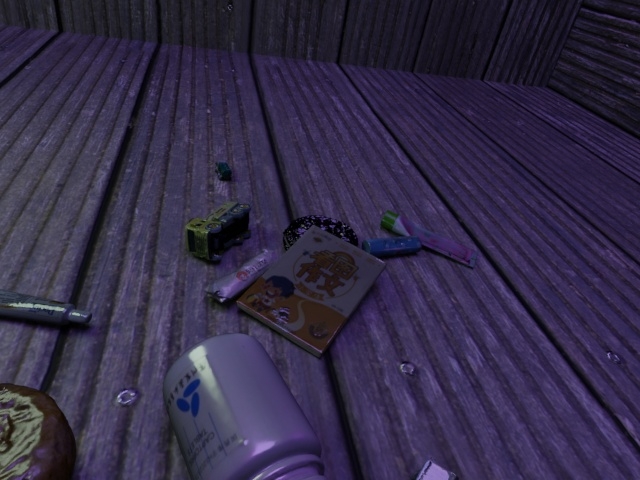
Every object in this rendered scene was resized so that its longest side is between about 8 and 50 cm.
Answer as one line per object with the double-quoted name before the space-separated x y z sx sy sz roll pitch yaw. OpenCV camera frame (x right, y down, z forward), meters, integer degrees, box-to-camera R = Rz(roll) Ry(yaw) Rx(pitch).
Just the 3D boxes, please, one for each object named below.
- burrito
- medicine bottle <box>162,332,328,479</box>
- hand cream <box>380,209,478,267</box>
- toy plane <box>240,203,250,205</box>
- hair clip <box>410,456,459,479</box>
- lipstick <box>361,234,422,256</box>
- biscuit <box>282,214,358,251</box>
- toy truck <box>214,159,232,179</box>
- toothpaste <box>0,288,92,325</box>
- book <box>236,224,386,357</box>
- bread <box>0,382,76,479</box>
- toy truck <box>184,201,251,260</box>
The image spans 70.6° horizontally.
"burrito" -0.164 0.076 0.983 0.064 0.064 0.203 29 40 24
"medicine bottle" -0.094 0.280 0.615 0.170 0.170 0.293 -13 41 -31
"hand cream" 0.300 -0.007 1.249 0.275 0.050 0.079 27 63 13
"toy plane" -0.227 -0.078 1.213 0.077 0.024 0.084 11 30 33
"hair clip" 0.105 0.388 0.607 0.159 0.071 0.218 23 30 26
"lipstick" 0.186 0.015 1.174 0.157 0.048 0.048 -5 38 -22
"biscuit" 0.000 0.000 1.140 0.194 0.053 0.195 8 34 -5
"toy truck" -0.294 -0.215 1.373 0.039 0.044 0.083 -6 38 -27
"toothpaste" -0.545 0.121 0.832 0.255 0.037 0.067 9 40 3
"book" -0.009 0.093 0.982 0.207 0.020 0.295 27 47 17
"bread" -0.422 0.289 0.554 0.229 0.123 0.230 3 34 -2
"toy truck" -0.251 -0.033 1.091 0.116 0.085 0.191 13 31 20
